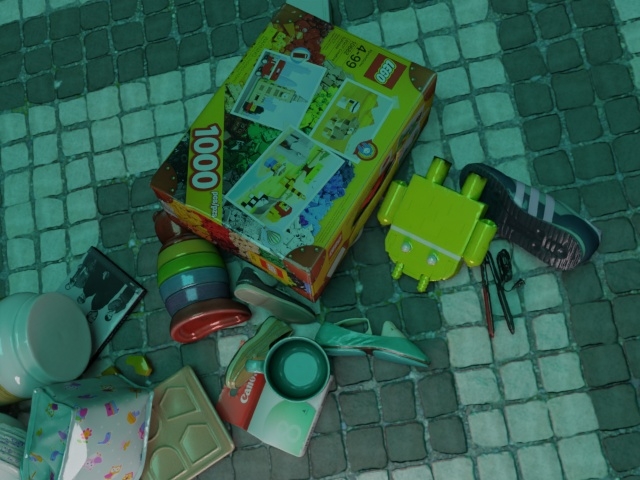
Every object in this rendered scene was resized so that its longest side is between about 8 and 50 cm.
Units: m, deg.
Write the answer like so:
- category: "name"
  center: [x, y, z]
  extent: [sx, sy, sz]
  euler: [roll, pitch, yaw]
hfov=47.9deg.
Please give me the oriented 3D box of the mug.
- category: "mug"
  center: [-0.055, 0.250, 1.450]
  extent: [0.158, 0.097, 0.129]
  euler: [36, 85, 8]

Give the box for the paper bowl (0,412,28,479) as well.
- category: "paper bowl"
  center: [-0.721, 0.467, 1.522]
  extent: [0.284, 0.284, 0.148]
  euler: [-12, 42, 9]

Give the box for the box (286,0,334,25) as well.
- category: "box"
  center: [-0.023, -0.513, 1.676]
  extent: [0.102, 0.087, 0.101]
  euler: [-5, 77, 11]

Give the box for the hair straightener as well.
- category: "hair straightener"
  center: [0.376, 0.083, 1.491]
  extent: [0.089, 0.047, 0.230]
  euler: [-9, 72, 10]

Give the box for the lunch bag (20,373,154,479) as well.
- category: "lunch bag"
  center: [-0.477, 0.423, 1.470]
  extent: [0.160, 0.223, 0.262]
  euler: [17, 100, 34]

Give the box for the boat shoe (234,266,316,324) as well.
- category: "boat shoe"
  center: [-0.088, 0.117, 1.515]
  extent: [0.075, 0.206, 0.065]
  euler: [-29, 44, 41]

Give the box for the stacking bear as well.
- category: "stacking bear"
  center: [-0.285, 0.053, 1.577]
  extent: [0.175, 0.164, 0.289]
  euler: [-22, 70, 6]

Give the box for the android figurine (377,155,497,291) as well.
- category: "android figurine"
  center: [0.236, -0.029, 1.499]
  extent: [0.248, 0.056, 0.273]
  euler: [29, 101, 23]

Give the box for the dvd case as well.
- category: "dvd case"
  center: [-0.539, 0.158, 1.667]
  extent: [0.179, 0.029, 0.238]
  euler: [36, 88, 17]

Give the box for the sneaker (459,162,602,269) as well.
- category: "sneaker"
  center: [0.431, -0.061, 1.489]
  extent: [0.131, 0.112, 0.319]
  euler: [-22, 53, -37]

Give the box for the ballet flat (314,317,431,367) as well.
- category: "ballet flat"
  center: [0.109, 0.205, 1.496]
  extent: [0.247, 0.083, 0.087]
  euler: [6, 71, 12]

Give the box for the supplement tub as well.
- category: "supplement tub"
  center: [-0.681, 0.239, 1.551]
  extent: [0.316, 0.228, 0.228]
  euler: [-16, 75, 20]

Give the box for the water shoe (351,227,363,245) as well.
- category: "water shoe"
  center: [0.000, 0.000, 1.562]
  extent: [0.203, 0.080, 0.073]
  euler: [-27, 74, 5]

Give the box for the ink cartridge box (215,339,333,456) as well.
- category: "ink cartridge box"
  center: [-0.106, 0.329, 1.528]
  extent: [0.225, 0.056, 0.181]
  euler: [19, 82, 14]

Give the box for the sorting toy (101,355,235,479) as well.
- category: "sorting toy"
  center: [-0.344, 0.378, 1.577]
  extent: [0.229, 0.041, 0.307]
  euler: [-36, 73, 7]

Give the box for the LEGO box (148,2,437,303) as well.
- category: "LEGO box"
  center: [-0.045, -0.187, 1.492]
  extent: [0.372, 0.193, 0.500]
  euler: [28, 72, 12]

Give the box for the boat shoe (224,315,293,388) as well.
- category: "boat shoe"
  center: [-0.124, 0.238, 1.505]
  extent: [0.072, 0.068, 0.190]
  euler: [23, 55, 22]
